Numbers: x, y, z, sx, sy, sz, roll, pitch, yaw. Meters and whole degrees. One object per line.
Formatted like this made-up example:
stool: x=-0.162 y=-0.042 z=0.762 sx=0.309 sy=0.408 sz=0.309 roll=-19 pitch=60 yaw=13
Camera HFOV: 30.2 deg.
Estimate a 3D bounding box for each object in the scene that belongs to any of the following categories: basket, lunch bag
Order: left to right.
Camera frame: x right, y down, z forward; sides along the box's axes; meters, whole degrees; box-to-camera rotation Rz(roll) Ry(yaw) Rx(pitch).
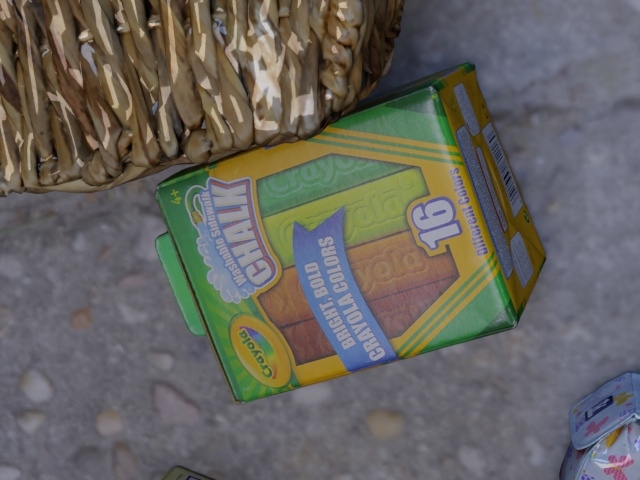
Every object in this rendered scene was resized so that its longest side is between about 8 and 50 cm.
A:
basket: x=-0.065 y=-0.192 z=0.550 sx=0.214 sy=0.223 sz=0.299 roll=-12 pitch=100 yaw=15
lunch bag: x=0.168 y=0.122 z=0.686 sx=0.053 sy=0.071 sz=0.083 roll=19 pitch=110 yaw=5

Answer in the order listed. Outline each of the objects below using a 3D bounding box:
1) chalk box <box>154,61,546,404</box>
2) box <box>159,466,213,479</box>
chalk box: x=0.000 y=0.000 z=0.671 sx=0.213 sy=0.132 sz=0.132 roll=-19 pitch=98 yaw=20
box: x=-0.033 y=0.302 z=0.768 sx=0.243 sy=0.117 sz=0.213 roll=20 pitch=109 yaw=11
